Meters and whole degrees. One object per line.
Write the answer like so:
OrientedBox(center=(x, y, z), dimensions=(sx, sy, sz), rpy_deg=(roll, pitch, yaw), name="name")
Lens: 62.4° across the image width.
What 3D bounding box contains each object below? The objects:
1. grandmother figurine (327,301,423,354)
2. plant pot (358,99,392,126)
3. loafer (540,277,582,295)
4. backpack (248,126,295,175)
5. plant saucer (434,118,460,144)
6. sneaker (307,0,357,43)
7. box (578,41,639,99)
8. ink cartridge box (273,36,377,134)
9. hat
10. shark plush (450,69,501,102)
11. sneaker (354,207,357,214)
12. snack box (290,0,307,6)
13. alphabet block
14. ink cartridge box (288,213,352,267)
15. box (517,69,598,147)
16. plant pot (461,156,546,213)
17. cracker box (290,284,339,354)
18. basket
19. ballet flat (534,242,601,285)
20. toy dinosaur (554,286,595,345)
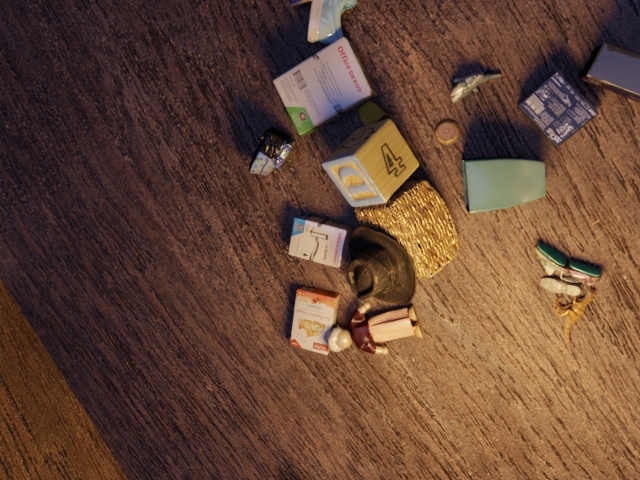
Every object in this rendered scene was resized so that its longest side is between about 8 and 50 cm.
OrientedBox(center=(0.183, 0.324, 1.911), dimensions=(0.342, 0.104, 0.208), rpy_deg=(-18, 87, 12), name="grandmother figurine")
OrientedBox(center=(0.177, -0.426, 1.790), dimensions=(0.081, 0.081, 0.083), rpy_deg=(-41, 75, 21), name="plant pot")
OrientedBox(center=(0.784, 0.148, 1.722), dimensions=(0.125, 0.039, 0.045), rpy_deg=(17, 115, 36), name="loafer")
OrientedBox(center=(-0.180, -0.303, 1.889), dimensions=(0.116, 0.158, 0.173), rpy_deg=(28, 107, -6), name="backpack")
OrientedBox(center=(0.420, -0.360, 1.753), dimensions=(0.083, 0.015, 0.083), rpy_deg=(4, 102, 18), name="plant saucer")
OrientedBox(center=(0.053, -0.830, 1.736), dimensions=(0.150, 0.135, 0.366), rpy_deg=(9, 106, -4), name="sneaker")
OrientedBox(center=(0.887, -0.457, 1.488), dimensions=(0.261, 0.184, 0.103), rpy_deg=(27, 108, 12), name="box")
OrientedBox(center=(0.019, -0.519, 1.797), dimensions=(0.289, 0.121, 0.211), rpy_deg=(-24, 93, 21), name="ink cartridge box")
OrientedBox(center=(0.172, 0.121, 1.783), dimensions=(0.331, 0.134, 0.331), rpy_deg=(34, 146, 28), name="hat")
OrientedBox(center=(0.493, -0.503, 1.697), dimensions=(0.161, 0.073, 0.067), rpy_deg=(-25, 113, 1), name="shark plush")
OrientedBox(center=(0.167, -0.091, 1.867), dimensions=(0.083, 0.084, 0.215), rpy_deg=(-12, 100, 44), name="sneaker")
OrientedBox(center=(-0.060, -0.818, 1.748), dimensions=(0.022, 0.178, 0.064), rpy_deg=(0, 105, -21), name="snack box")
OrientedBox(center=(0.162, -0.246, 1.708), dimensions=(0.192, 0.197, 0.193), rpy_deg=(-1, 131, 56), name="alphabet block")
OrientedBox(center=(0.000, 0.000, 1.929), dimensions=(0.203, 0.086, 0.148), rpy_deg=(14, 105, 16), name="ink cartridge box")
OrientedBox(center=(0.720, -0.398, 1.611), dimensions=(0.147, 0.077, 0.180), rpy_deg=(-44, 85, 21), name="box")
OrientedBox(center=(0.576, -0.188, 1.664), dimensions=(0.234, 0.165, 0.166), rpy_deg=(-6, 99, 12), name="plant pot")
OrientedBox(center=(-0.022, 0.302, 2.009), dimensions=(0.155, 0.067, 0.232), rpy_deg=(11, 105, 16), name="cracker box")
OrientedBox(center=(0.298, -0.043, 1.779), dimensions=(0.223, 0.213, 0.299), rpy_deg=(-7, 116, 58), name="basket")
OrientedBox(center=(0.782, 0.088, 1.700), dimensions=(0.221, 0.077, 0.079), rpy_deg=(26, 130, 12), name="ballet flat")
OrientedBox(center=(0.817, 0.242, 1.718), dimensions=(0.112, 0.064, 0.212), rpy_deg=(26, 108, 11), name="toy dinosaur")
